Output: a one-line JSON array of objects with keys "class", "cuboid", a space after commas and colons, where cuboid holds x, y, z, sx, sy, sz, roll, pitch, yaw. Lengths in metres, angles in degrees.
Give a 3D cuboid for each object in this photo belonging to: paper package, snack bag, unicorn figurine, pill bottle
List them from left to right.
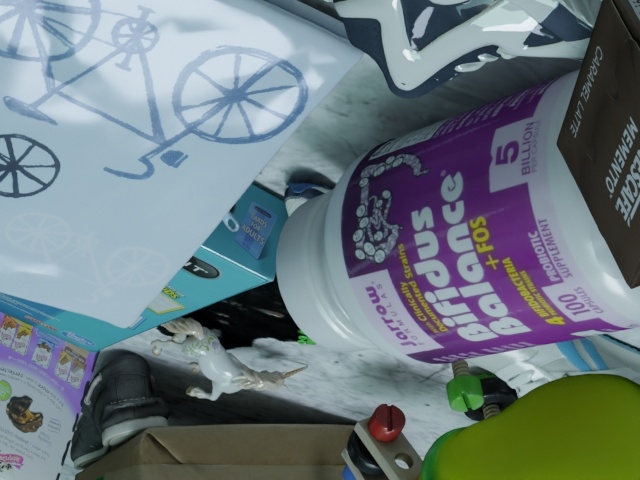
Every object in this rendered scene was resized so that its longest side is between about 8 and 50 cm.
[{"class": "snack bag", "cuboid": [-0.186, -0.076, 0.861, 0.323, 0.037, 0.342, 18, 131, -30]}, {"class": "unicorn figurine", "cuboid": [-0.111, 0.135, 1.385, 0.111, 0.060, 0.162, -9, 146, 39]}, {"class": "paper package", "cuboid": [-0.124, 0.339, 1.589, 0.309, 0.168, 0.325, 4, 159, -25]}, {"class": "pill bottle", "cuboid": [0.110, -0.004, 0.885, 0.169, 0.169, 0.301, 32, 148, -32]}]

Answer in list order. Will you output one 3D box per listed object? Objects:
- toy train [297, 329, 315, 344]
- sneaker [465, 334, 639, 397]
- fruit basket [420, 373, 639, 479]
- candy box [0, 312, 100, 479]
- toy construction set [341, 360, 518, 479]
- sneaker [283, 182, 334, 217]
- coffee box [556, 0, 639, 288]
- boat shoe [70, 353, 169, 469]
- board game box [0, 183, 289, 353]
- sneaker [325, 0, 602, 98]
[{"class": "toy train", "cuboid": [-0.008, 0.086, 1.291, 0.023, 0.017, 0.083, 6, 154, -6]}, {"class": "sneaker", "cuboid": [0.230, 0.134, 1.183, 0.228, 0.092, 0.087, 20, 155, -10]}, {"class": "fruit basket", "cuboid": [0.280, 0.198, 0.974, 0.392, 0.392, 0.283, -5, 148, 33]}, {"class": "candy box", "cuboid": [-0.350, 0.175, 1.429, 0.070, 0.196, 0.165, -6, 147, 35]}, {"class": "toy construction set", "cuboid": [0.130, 0.317, 1.336, 0.309, 0.237, 0.257, -35, 135, 29]}, {"class": "sneaker", "cuboid": [0.000, 0.000, 1.071, 0.052, 0.058, 0.135, 3, 151, 21]}, {"class": "coffee box", "cuboid": [0.258, -0.077, 0.629, 0.246, 0.098, 0.141, -16, 153, -7]}, {"class": "boat shoe", "cuboid": [-0.257, 0.225, 1.626, 0.112, 0.095, 0.335, -5, 163, -20]}, {"class": "board game box", "cuboid": [-0.226, -0.011, 1.137, 0.254, 0.079, 0.336, 29, 150, -27]}, {"class": "sneaker", "cuboid": [0.103, -0.133, 0.731, 0.235, 0.094, 0.153, 11, 162, -12]}]
